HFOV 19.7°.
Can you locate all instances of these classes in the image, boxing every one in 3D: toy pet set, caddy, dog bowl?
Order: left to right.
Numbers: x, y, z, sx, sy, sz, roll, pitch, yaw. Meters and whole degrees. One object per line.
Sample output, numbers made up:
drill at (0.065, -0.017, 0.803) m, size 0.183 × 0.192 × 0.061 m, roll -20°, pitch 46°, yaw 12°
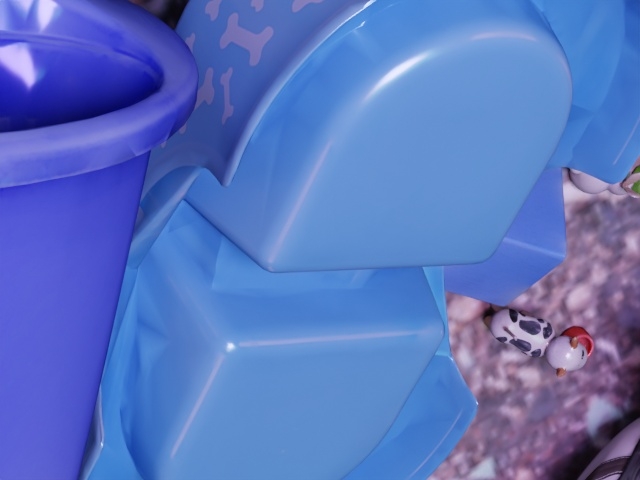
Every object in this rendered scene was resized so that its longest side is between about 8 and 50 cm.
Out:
caddy at (-0.205, -0.028, 0.513) m, size 0.341 × 0.241 × 0.179 m, roll 0°, pitch 111°, yaw -23°
dog bowl at (0.000, 0.000, 0.637) m, size 0.166 × 0.074 × 0.297 m, roll -2°, pitch 134°, yaw -37°
toy pet set at (0.098, -0.008, 0.738) m, size 0.114 × 0.065 × 0.122 m, roll 16°, pitch 100°, yaw -26°

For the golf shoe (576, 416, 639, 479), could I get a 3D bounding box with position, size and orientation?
golf shoe at (0.092, 0.146, 0.784) m, size 0.198 × 0.094 × 0.077 m, roll -56°, pitch 136°, yaw -27°
